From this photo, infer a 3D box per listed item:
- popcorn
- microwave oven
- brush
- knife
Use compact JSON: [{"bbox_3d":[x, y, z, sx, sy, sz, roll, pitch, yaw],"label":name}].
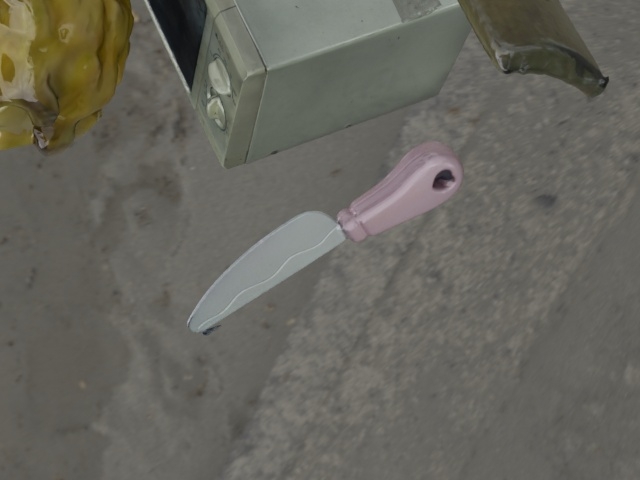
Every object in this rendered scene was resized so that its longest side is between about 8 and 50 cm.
[{"bbox_3d":[-0.228,-0.135,0.763,0.250,0.250,0.190,15,74,17],"label":"popcorn"},{"bbox_3d":[-0.024,-0.198,0.868,0.194,0.145,0.240,-20,73,-20],"label":"microwave oven"},{"bbox_3d":[0.036,-0.137,0.453,0.248,0.043,0.036,-110,32,-43],"label":"brush"},{"bbox_3d":[-0.001,-0.002,1.405,0.336,0.081,0.043,-32,44,-1],"label":"knife"}]
